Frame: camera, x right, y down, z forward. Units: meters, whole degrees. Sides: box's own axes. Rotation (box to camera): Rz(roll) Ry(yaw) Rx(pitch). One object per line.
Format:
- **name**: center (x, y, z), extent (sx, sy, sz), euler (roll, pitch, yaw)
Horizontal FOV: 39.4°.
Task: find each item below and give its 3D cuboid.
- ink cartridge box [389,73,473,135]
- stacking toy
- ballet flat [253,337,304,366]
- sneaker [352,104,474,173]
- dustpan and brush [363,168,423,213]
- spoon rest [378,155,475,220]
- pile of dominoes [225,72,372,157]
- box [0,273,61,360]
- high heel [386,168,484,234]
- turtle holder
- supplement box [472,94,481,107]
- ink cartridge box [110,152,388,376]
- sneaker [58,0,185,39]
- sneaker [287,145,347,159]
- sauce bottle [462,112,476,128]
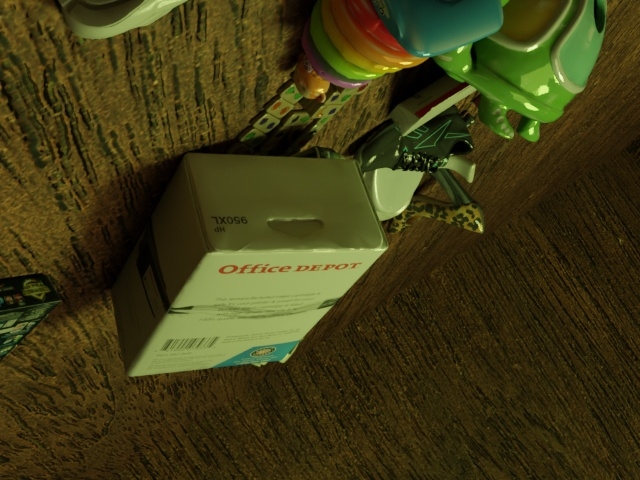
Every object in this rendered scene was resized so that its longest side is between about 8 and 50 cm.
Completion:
- **ink cartridge box**: center (0.215, -0.254, 1.457), extent (0.181, 0.056, 0.225), euler (-33, 179, -7)
- **stacking toy**: center (0.043, -0.242, 1.035), extent (0.165, 0.175, 0.302), euler (-25, 178, -34)
- **ballet flat**: center (-0.134, 0.194, 1.990), extent (0.164, 0.182, 0.483), euler (-37, 167, 12)
- **sneaker**: center (0.176, -0.173, 1.638), extent (0.267, 0.106, 0.101), euler (-26, 165, -30)
- **dustpan and brush**: center (0.123, -0.082, 1.809), extent (0.147, 0.060, 0.211), euler (1, 112, -41)
- **spoon rest**: center (0.196, -0.123, 1.919), extent (0.276, 0.084, 0.137), euler (-20, 140, -21)
- **pile of dominoes**: center (-0.034, -0.161, 1.300), extent (0.251, 0.040, 0.196), euler (-44, 164, 32)
- **box**: center (-0.477, 0.123, 1.181), extent (0.175, 0.051, 0.220), euler (-41, 166, 24)
- **high heel**: center (0.274, -0.038, 2.167), extent (0.093, 0.186, 0.261), euler (-21, 161, -46)
- **turtle holder**: center (0.238, -0.291, 1.175), extent (0.320, 0.243, 0.227), euler (20, 116, -36)
- **supplement box**: center (0.353, -0.281, 1.821), extent (0.055, 0.043, 0.083), euler (-40, 167, 21)
- **ink cartridge box**: center (-0.123, 0.045, 1.361), extent (0.285, 0.166, 0.395), euler (-1, 150, -31)
- **sneaker**: center (-0.113, -0.245, 0.750), extent (0.235, 0.090, 0.095), euler (-29, 179, -9)
- **sneaker**: center (-0.057, -0.094, 1.396), extent (0.192, 0.064, 0.086), euler (-28, 159, 18)
- **sauce bottle**: center (0.265, -0.214, 1.851), extent (0.128, 0.042, 0.042), euler (-43, 165, 20)
